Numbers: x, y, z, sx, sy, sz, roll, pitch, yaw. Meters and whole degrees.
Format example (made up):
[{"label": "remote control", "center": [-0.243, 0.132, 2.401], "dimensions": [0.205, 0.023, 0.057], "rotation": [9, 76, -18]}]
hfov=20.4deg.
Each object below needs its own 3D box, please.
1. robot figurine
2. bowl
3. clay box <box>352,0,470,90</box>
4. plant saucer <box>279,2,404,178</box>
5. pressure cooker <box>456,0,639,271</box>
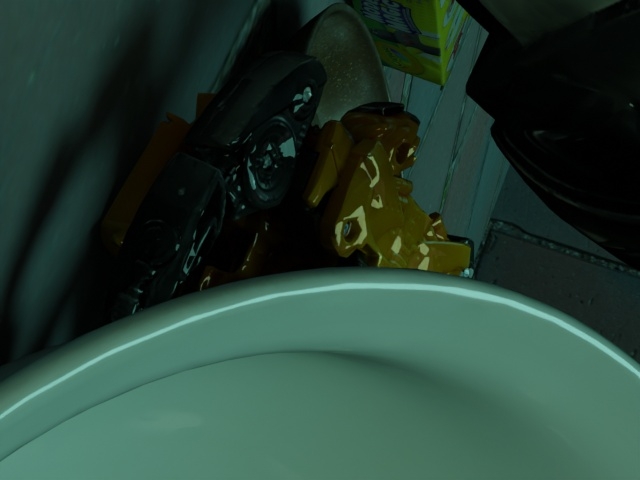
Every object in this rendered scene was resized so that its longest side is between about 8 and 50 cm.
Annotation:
[{"label": "robot figurine", "center": [-0.038, 0.084, 0.560], "dimensions": [0.211, 0.085, 0.291], "rotation": [46, 60, -55]}, {"label": "bowl", "center": [-0.040, 0.143, 0.401], "dimensions": [0.298, 0.134, 0.297], "rotation": [-6, 100, -36]}, {"label": "clay box", "center": [0.059, -0.163, 0.905], "dimensions": [0.222, 0.053, 0.127], "rotation": [66, 43, -80]}, {"label": "plant saucer", "center": [0.000, 0.000, 0.751], "dimensions": [0.198, 0.036, 0.198], "rotation": [-2, 90, -75]}, {"label": "pressure cooker", "center": [0.211, -0.171, 0.525], "dimensions": [0.420, 0.376, 0.370], "rotation": [-64, 157, -19]}]
